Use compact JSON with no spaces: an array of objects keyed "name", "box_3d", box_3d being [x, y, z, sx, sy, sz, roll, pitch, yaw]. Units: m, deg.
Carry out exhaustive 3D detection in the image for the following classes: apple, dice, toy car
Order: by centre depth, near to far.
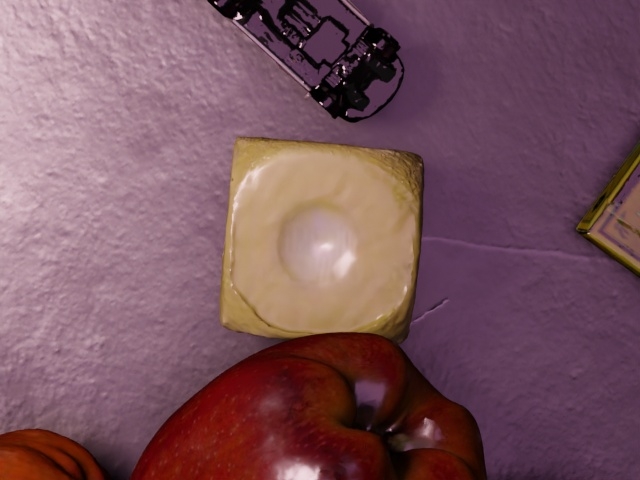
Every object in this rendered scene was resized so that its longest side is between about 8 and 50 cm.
[{"name":"apple","box_3d":[-0.016,0.228,1.544,0.288,0.288,0.317,35,125,-2]},{"name":"dice","box_3d":[0.000,0.000,1.655,0.166,0.169,0.169,6,92,-1]},{"name":"toy car","box_3d":[-0.021,-0.191,1.684,0.210,0.108,0.089,42,88,-7]}]

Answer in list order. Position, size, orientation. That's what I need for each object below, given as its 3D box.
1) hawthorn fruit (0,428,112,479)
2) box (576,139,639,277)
[{"name":"hawthorn fruit","box_3d":[-0.277,0.288,1.644,0.261,0.224,0.224,-30,93,22]},{"name":"box","box_3d":[0.350,-0.055,1.718,0.141,0.064,0.220,37,92,-3]}]
